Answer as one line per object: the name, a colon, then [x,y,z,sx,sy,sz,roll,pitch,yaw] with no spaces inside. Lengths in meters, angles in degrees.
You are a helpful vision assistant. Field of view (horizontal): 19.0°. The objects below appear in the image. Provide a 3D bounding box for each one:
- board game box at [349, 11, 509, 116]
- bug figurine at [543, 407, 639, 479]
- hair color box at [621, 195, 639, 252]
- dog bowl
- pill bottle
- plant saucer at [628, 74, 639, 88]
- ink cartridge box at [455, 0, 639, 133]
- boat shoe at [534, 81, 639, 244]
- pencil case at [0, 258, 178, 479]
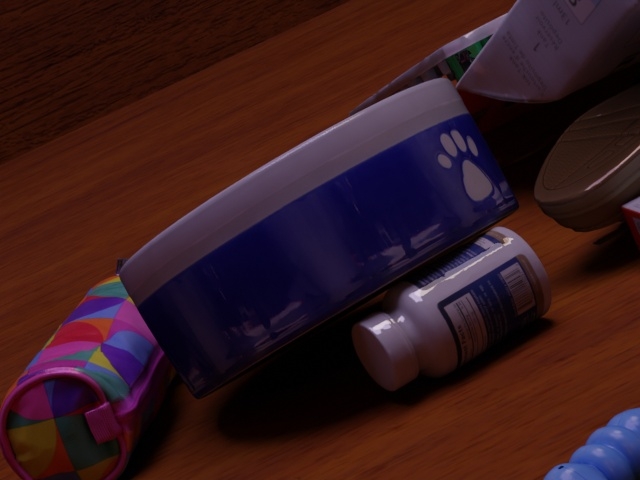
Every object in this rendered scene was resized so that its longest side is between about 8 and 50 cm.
board game box: [0.245,-0.214,1.845,0.390,0.050,0.390,-27,1,-13]
bug figurine: [0.226,0.073,0.834,0.279,0.072,0.216,-11,18,46]
hair color box: [0.273,-0.031,1.232,0.141,0.043,0.072,-27,13,-7]
dog bowl: [0.000,0.000,1.313,0.265,0.104,0.265,-30,-3,-2]
pill bottle: [0.082,0.046,1.217,0.120,0.067,0.067,-29,14,-22]
plant saucer: [0.350,-0.143,1.562,0.198,0.036,0.198,-23,12,5]
ink cartridge box: [0.267,-0.171,1.543,0.308,0.091,0.385,-25,-16,-27]
boat shoe: [0.257,-0.072,1.350,0.104,0.089,0.285,-4,26,49]
pencil case: [-0.155,0.097,1.384,0.104,0.104,0.236,-21,14,16]
